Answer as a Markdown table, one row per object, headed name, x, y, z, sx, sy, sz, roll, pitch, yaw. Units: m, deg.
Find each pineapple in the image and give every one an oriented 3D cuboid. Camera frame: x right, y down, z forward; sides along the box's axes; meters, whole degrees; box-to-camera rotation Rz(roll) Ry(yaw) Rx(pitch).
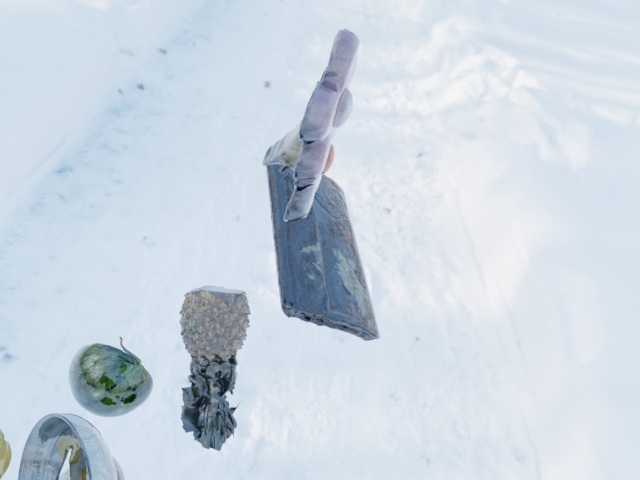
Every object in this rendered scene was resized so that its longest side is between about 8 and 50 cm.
| name | x | y | z | sx | sy | sz | roll | pitch | yaw |
| --- | --- | --- | --- | --- | --- | --- | --- | --- | --- |
| pineapple | -0.106 | 0.127 | 0.619 | 0.074 | 0.159 | 0.074 | 3 | 1 | 0 |

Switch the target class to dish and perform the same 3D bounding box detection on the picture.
| name | x | y | z | sx | sy | sz | roll | pitch | yaw |
| --- | --- | --- | --- | --- | --- | --- | --- | --- | --- |
| dish | -0.411 | 0.439 | 1.092 | 0.134 | 0.273 | 0.273 | 11 | 27 | -48 |

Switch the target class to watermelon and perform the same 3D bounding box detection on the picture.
| name | x | y | z | sx | sy | sz | roll | pitch | yaw |
| --- | --- | --- | --- | --- | --- | --- | --- | --- | --- |
| watermelon | -0.522 | 0.352 | 1.510 | 0.232 | 0.204 | 0.127 | -16 | 27 | 32 |

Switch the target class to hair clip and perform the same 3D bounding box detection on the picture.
| name | x | y | z | sx | sy | sz | roll | pitch | yaw |
| --- | --- | --- | --- | --- | --- | --- | --- | --- | --- |
| hair clip | -0.008 | -0.113 | 0.650 | 0.075 | 0.257 | 0.146 | 27 | 69 | -6 |

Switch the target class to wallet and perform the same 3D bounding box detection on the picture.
| name | x | y | z | sx | sy | sz | roll | pitch | yaw |
| --- | --- | --- | --- | --- | --- | --- | --- | --- | --- |
| wallet | 0.000 | 0.000 | 0.946 | 0.170 | 0.044 | 0.321 | 25 | 36 | -32 |

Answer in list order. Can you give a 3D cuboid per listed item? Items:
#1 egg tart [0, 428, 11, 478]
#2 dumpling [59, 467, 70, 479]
| name | x | y | z | sx | sy | sz | roll | pitch | yaw |
| --- | --- | --- | --- | --- | --- | --- | --- | --- | --- |
| egg tart | -0.612 | 0.284 | 0.801 | 0.388 | 0.387 | 0.169 | -3 | 47 | -30 |
| dumpling | -0.531 | 0.571 | 1.362 | 0.108 | 0.152 | 0.219 | 15 | 69 | 27 |
